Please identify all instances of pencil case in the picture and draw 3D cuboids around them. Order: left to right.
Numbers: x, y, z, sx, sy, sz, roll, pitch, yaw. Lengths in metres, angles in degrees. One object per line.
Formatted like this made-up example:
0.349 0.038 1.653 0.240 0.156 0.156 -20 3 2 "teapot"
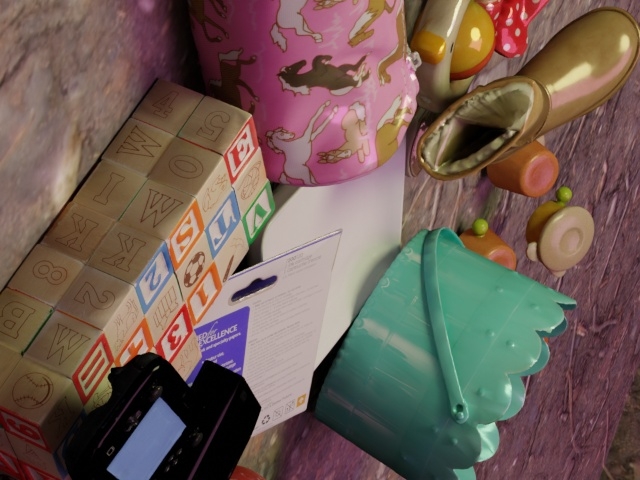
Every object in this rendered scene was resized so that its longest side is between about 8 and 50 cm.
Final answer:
-0.012 -0.215 1.437 0.167 0.160 0.386 -53 155 -32 "pencil case"

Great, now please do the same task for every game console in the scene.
-0.127 0.179 1.453 0.213 0.044 0.361 -63 167 -12 "game console"

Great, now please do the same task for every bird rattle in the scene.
0.134 -0.221 1.873 0.207 0.143 0.253 -62 171 -19 "bird rattle"

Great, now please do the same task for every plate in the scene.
0.000 0.000 1.854 0.278 0.045 0.277 -51 155 -38 "plate"

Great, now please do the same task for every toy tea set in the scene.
0.216 0.019 2.375 0.200 0.124 0.336 14 103 -40 "toy tea set"

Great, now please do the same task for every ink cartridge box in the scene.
-0.079 0.094 1.684 0.206 0.045 0.208 -23 137 -41 "ink cartridge box"

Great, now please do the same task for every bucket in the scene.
0.131 0.131 2.055 0.281 0.183 0.281 -57 170 -15 "bucket"

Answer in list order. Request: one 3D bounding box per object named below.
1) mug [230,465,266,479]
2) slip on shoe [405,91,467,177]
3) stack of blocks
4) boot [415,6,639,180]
-0.110 0.269 1.761 0.150 0.113 0.169 -55 162 27 "mug"
0.124 -0.127 2.037 0.135 0.041 0.051 -68 160 2 "slip on shoe"
-0.149 0.047 1.467 0.297 0.087 0.171 -57 158 -25 "stack of blocks"
0.215 -0.143 1.906 0.236 0.089 0.269 -42 175 12 "boot"
